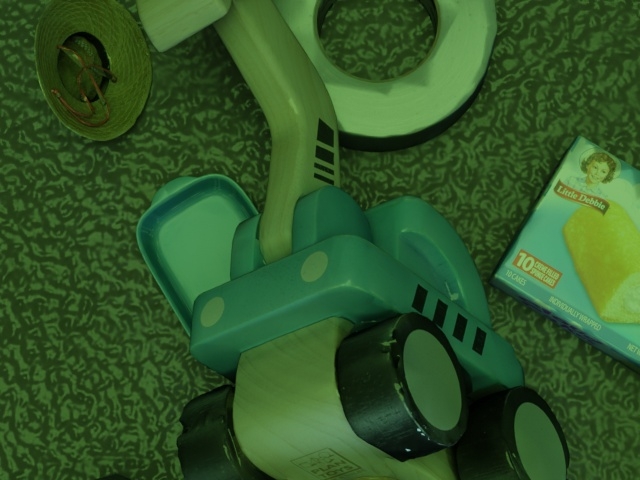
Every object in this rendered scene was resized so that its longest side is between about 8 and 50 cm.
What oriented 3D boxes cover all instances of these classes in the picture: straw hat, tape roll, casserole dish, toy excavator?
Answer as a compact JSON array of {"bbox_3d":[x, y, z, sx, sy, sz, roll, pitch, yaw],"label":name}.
[{"bbox_3d":[-0.230,-0.159,1.338,0.061,0.144,0.144,-12,81,44],"label":"straw hat"},{"bbox_3d":[0.053,-0.195,1.328,0.219,0.072,0.219,0,83,3],"label":"tape roll"},{"bbox_3d":[-0.091,0.027,1.326,0.114,0.037,0.188,-32,82,-1],"label":"casserole dish"},{"bbox_3d":[0.000,0.000,1.209,0.222,0.433,0.445,-25,46,32],"label":"toy excavator"}]

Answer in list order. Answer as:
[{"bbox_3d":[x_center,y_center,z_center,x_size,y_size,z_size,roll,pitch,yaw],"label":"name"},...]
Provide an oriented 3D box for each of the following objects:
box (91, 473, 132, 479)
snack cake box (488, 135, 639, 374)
[{"bbox_3d":[-0.179,0.282,1.233,0.091,0.170,0.130,24,86,5],"label":"box"},{"bbox_3d":[0.302,0.040,1.282,0.264,0.089,0.152,31,86,5],"label":"snack cake box"}]
